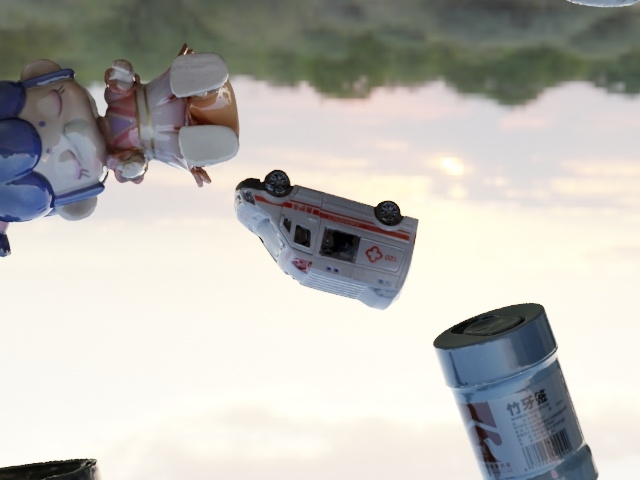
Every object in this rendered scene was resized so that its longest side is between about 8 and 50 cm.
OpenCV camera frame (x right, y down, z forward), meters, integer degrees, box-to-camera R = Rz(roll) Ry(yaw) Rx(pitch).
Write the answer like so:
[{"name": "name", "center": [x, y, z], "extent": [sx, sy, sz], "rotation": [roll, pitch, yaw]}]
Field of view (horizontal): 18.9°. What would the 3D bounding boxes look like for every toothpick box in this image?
[{"name": "toothpick box", "center": [0.164, 0.141, 1.615], "extent": [0.101, 0.153, 0.101], "rotation": [-19, -171, 3]}]

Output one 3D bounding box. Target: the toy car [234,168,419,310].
[{"name": "toy car", "center": [0.000, 0.000, 2.108], "extent": [0.209, 0.108, 0.089], "rotation": [16, 161, -8]}]

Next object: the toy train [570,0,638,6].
[{"name": "toy train", "center": [0.216, -0.334, 1.481], "extent": [0.138, 0.330, 0.178], "rotation": [2, 151, -44]}]

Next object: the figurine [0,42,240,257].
[{"name": "figurine", "center": [-0.139, -0.054, 1.132], "extent": [0.195, 0.111, 0.102], "rotation": [-7, 176, 5]}]

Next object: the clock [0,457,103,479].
[{"name": "clock", "center": [-0.273, 0.208, 1.507], "extent": [0.215, 0.042, 0.215], "rotation": [-8, 179, 0]}]
